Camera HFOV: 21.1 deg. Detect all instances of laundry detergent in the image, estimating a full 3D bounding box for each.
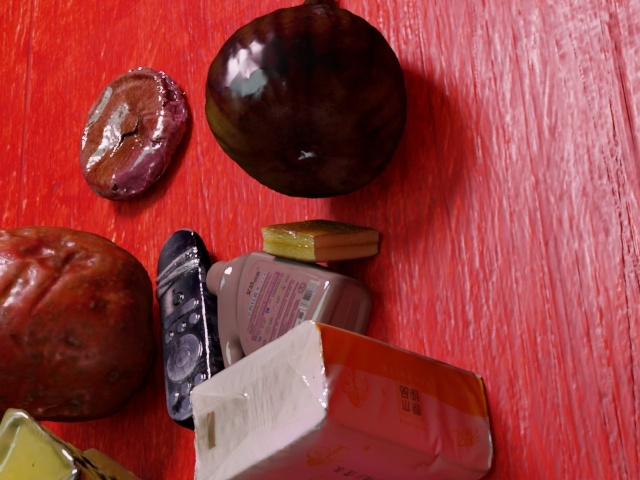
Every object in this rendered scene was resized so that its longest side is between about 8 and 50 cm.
[{"bbox_3d":[-0.056,0.098,1.865,0.237,0.076,0.171,13,83,50],"label":"laundry detergent"}]

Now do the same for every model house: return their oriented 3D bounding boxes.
[{"bbox_3d":[-0.281,0.326,1.900,0.174,0.234,0.193,32,88,43],"label":"model house"}]

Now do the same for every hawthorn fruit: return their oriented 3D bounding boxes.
[{"bbox_3d":[-0.320,0.097,2.022,0.258,0.261,0.258,-36,34,29],"label":"hawthorn fruit"}]

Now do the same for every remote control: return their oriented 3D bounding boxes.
[{"bbox_3d":[-0.141,0.103,1.978,0.090,0.066,0.266,-32,47,26],"label":"remote control"}]

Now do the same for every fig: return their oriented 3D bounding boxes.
[{"bbox_3d":[-0.018,-0.190,1.892,0.217,0.217,0.321,-45,25,25],"label":"fig"}]

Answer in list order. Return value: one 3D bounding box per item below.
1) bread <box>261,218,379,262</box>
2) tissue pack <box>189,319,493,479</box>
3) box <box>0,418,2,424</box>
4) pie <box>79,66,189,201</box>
[{"bbox_3d":[0.000,0.000,1.836,0.094,0.090,0.035,10,104,50],"label":"bread"},{"bbox_3d":[0.020,0.181,1.626,0.185,0.225,0.124,-31,52,36],"label":"tissue pack"},{"bbox_3d":[-0.369,0.134,2.228,0.245,0.035,0.139,-58,40,12],"label":"box"},{"bbox_3d":[-0.240,-0.134,2.195,0.182,0.049,0.182,-21,57,36],"label":"pie"}]
